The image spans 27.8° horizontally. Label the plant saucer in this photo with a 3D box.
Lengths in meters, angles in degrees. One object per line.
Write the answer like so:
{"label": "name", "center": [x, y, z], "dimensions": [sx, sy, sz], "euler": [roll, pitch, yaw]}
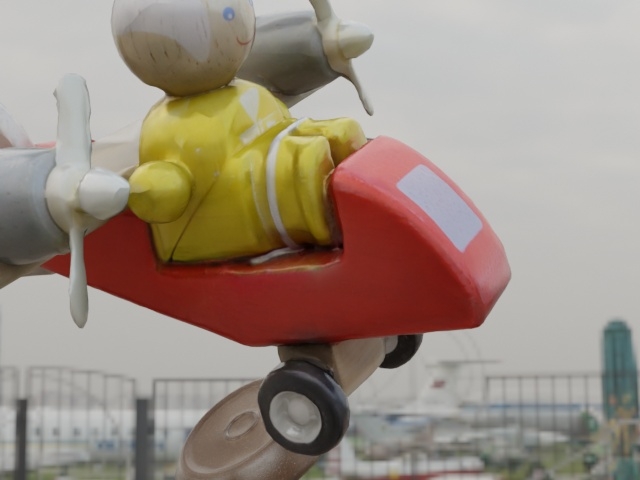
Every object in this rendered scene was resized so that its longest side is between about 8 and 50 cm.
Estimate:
{"label": "plant saucer", "center": [-0.072, 0.197, 1.304], "dimensions": [0.199, 0.036, 0.198], "euler": [-27, 24, 13]}

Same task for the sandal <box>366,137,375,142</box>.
{"label": "sandal", "center": [0.000, 0.000, 1.232], "dimensions": [0.090, 0.219, 0.060], "euler": [47, -3, -26]}

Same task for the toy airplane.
{"label": "toy airplane", "center": [-0.111, -0.057, 0.830], "dimensions": [0.384, 0.272, 0.386], "euler": [-4, 30, -18]}
